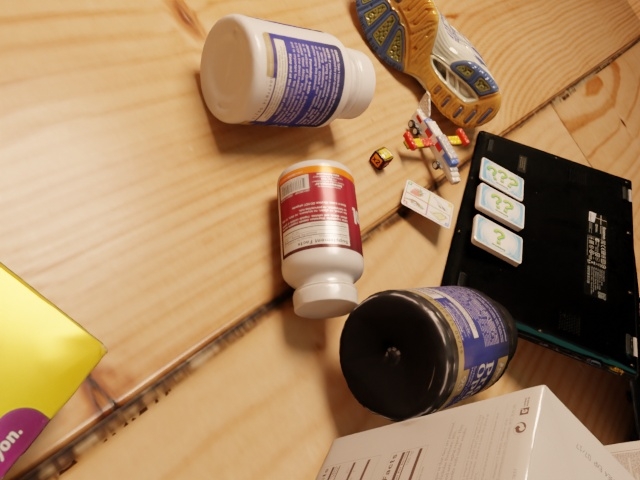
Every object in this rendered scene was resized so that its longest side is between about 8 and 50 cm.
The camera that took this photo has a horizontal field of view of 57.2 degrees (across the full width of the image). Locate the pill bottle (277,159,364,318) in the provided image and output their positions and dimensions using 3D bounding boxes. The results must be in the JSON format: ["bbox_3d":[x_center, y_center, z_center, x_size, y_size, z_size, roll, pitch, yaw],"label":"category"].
[{"bbox_3d":[0.000,0.000,0.611,0.086,0.086,0.152,13,60,-35],"label":"pill bottle"}]

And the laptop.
[{"bbox_3d":[0.378,0.085,0.930,0.407,0.236,0.382,21,49,5],"label":"laptop"}]

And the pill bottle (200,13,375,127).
[{"bbox_3d":[-0.030,-0.185,0.667,0.186,0.112,0.112,-6,71,-41],"label":"pill bottle"}]

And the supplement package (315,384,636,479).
[{"bbox_3d":[0.103,0.231,0.459,0.139,0.244,0.134,44,46,-11],"label":"supplement package"}]

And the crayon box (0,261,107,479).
[{"bbox_3d":[-0.341,0.099,0.256,0.313,0.106,0.363,42,47,-10],"label":"crayon box"}]

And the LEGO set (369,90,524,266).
[{"bbox_3d":[0.190,-0.094,0.813,0.244,0.060,0.183,28,49,-8],"label":"LEGO set"}]

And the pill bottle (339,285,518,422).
[{"bbox_3d":[0.127,0.109,0.620,0.219,0.122,0.123,3,65,-53],"label":"pill bottle"}]

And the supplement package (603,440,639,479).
[{"bbox_3d":[0.468,0.350,0.688,0.199,0.262,0.198,25,53,-27],"label":"supplement package"}]

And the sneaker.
[{"bbox_3d":[0.167,-0.304,0.921,0.296,0.111,0.131,50,28,-9],"label":"sneaker"}]
